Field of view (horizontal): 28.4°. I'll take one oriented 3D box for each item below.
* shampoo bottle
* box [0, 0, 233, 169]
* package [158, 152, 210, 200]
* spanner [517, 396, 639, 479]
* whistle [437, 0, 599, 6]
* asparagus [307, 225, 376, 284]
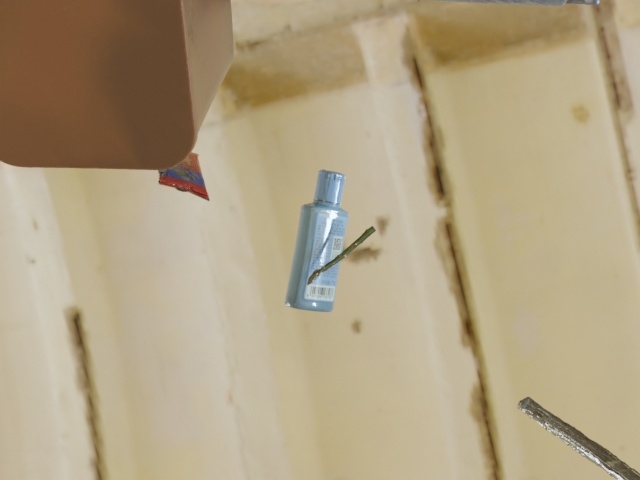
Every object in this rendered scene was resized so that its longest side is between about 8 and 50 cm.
[{"bbox_3d":[0.000,0.000,2.319,0.104,0.258,0.061,8,-177,-41],"label":"shampoo bottle"},{"bbox_3d":[-0.228,-0.276,1.315,0.239,0.339,0.229,2,-151,11],"label":"box"},{"bbox_3d":[-0.221,-0.113,1.982,0.083,0.022,0.200,16,-160,-18],"label":"package"},{"bbox_3d":[0.371,0.284,1.621,0.093,0.026,0.325,-11,-149,-34],"label":"spanner"},{"bbox_3d":[0.270,-0.379,1.872,0.304,0.062,0.062,11,-157,39],"label":"whistle"},{"bbox_3d":[0.035,0.027,2.266,0.163,0.016,0.016,-38,167,-12],"label":"asparagus"}]
